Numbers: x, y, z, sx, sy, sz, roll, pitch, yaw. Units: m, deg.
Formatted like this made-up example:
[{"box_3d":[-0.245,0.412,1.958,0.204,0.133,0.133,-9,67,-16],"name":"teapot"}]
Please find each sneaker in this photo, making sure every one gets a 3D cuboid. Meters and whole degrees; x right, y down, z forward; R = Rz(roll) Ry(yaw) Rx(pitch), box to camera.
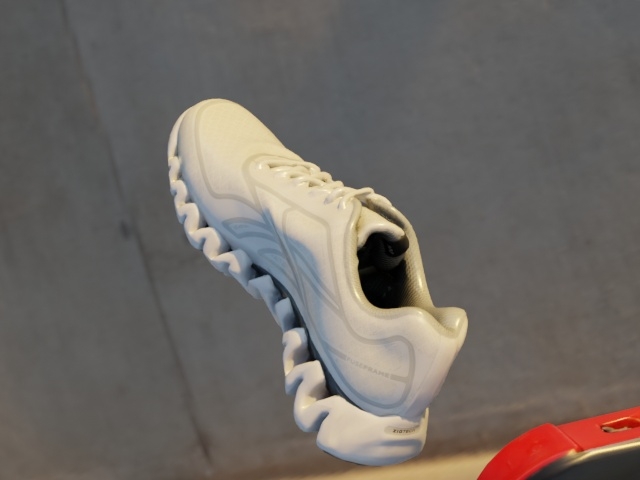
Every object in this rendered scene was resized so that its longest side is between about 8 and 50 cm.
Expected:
[{"box_3d":[0.000,0.000,1.163,0.292,0.110,0.118,55,133,33],"name":"sneaker"}]

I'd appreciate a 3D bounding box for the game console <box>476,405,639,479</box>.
[{"box_3d":[0.276,0.237,1.142,0.060,0.387,0.342,-126,28,-62],"name":"game console"}]
